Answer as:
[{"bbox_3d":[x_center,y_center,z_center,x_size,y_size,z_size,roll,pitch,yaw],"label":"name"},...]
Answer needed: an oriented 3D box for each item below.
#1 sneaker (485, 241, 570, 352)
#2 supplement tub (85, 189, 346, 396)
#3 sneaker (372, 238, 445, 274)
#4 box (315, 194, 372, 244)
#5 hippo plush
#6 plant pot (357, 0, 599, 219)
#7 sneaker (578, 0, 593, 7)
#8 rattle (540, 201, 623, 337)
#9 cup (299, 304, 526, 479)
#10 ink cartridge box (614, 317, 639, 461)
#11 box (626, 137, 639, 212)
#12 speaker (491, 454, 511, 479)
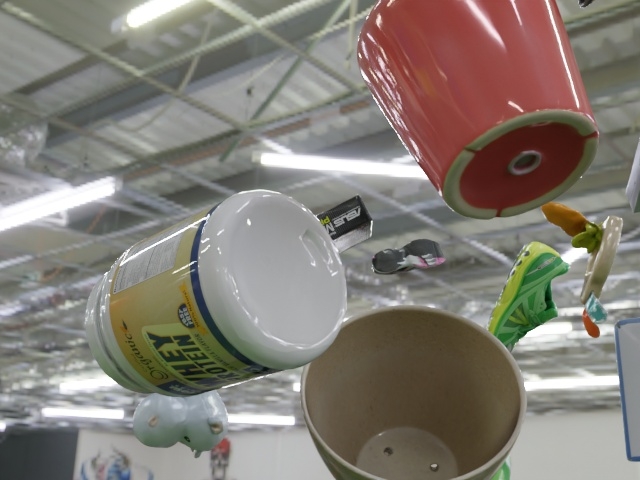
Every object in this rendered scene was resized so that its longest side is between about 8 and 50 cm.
[{"bbox_3d":[0.417,0.151,1.813,0.123,0.296,0.109,24,22,10],"label":"sneaker"},{"bbox_3d":[-0.147,0.082,1.177,0.228,0.229,0.316,18,-29,-41],"label":"supplement tub"},{"bbox_3d":[0.202,0.043,2.093,0.178,0.072,0.077,-5,-15,-9],"label":"sneaker"},{"bbox_3d":[0.000,0.000,1.841,0.216,0.060,0.270,-28,-8,-2],"label":"box"},{"bbox_3d":[-0.261,0.295,1.696,0.294,0.237,0.234,6,-29,-24],"label":"hippo plush"},{"bbox_3d":[0.207,-0.178,1.103,0.274,0.243,0.275,-12,-35,-8],"label":"plant pot"},{"bbox_3d":[0.343,-0.386,1.240,0.158,0.065,0.061,37,6,-23],"label":"sneaker"},{"bbox_3d":[0.423,0.044,1.481,0.142,0.200,0.130,22,-9,-6],"label":"rattle"},{"bbox_3d":[0.136,0.300,1.377,0.330,0.331,0.237,1,-47,3],"label":"cup"},{"bbox_3d":[0.729,0.299,1.796,0.151,0.270,0.395,-9,-12,34],"label":"ink cartridge box"},{"bbox_3d":[0.487,-0.104,1.099,0.186,0.038,0.145,-6,-42,0],"label":"box"},{"bbox_3d":[0.290,0.536,1.770,0.131,0.296,0.131,16,-48,18],"label":"speaker"}]
